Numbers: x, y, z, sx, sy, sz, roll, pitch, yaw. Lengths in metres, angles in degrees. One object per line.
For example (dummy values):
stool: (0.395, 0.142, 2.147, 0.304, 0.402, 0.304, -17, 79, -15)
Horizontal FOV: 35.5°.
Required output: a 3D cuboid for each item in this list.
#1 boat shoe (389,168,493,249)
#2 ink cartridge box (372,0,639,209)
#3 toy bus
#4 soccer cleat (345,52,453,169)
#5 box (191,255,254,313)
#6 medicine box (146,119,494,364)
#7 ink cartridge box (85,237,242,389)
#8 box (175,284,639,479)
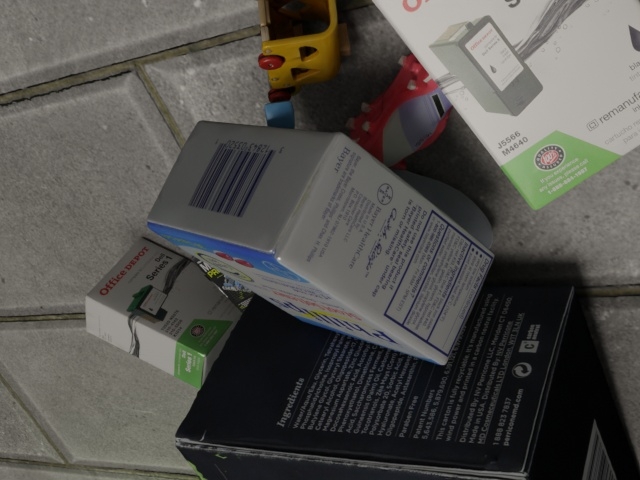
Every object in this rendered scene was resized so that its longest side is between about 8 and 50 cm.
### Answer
boat shoe: (0.110, -0.039, 1.274, 0.228, 0.080, 0.076, 25, 161, 6)
ink cartridge box: (0.210, -0.200, 0.974, 0.198, 0.115, 0.273, -35, 105, 23)
toy bus: (-0.019, -0.228, 1.152, 0.104, 0.202, 0.191, -7, 121, 2)
soccer cleat: (0.124, -0.165, 1.153, 0.095, 0.083, 0.248, 18, 140, -28)
box: (-0.035, 0.042, 1.453, 0.216, 0.060, 0.270, 47, 138, -12)
medicine box: (0.000, 0.000, 1.144, 0.289, 0.149, 0.263, 35, 166, -37)
ink cartridge box: (-0.238, 0.111, 1.579, 0.219, 0.160, 0.092, 24, 136, 13)
box: (0.146, 0.320, 1.359, 0.472, 0.297, 0.480, -3, 133, 30)
